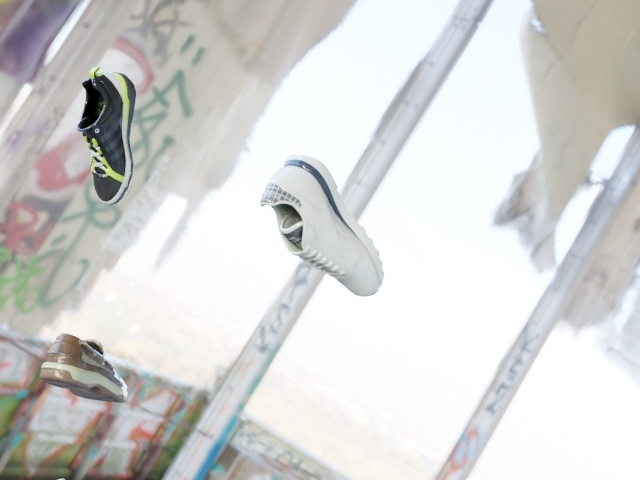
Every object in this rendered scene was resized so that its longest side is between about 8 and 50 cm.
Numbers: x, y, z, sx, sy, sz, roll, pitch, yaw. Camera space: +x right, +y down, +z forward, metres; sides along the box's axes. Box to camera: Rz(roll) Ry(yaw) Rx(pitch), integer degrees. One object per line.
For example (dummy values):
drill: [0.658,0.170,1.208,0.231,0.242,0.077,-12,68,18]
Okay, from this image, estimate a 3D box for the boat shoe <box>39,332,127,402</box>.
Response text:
boat shoe: [-0.391,0.218,1.696,0.095,0.095,0.257,5,-17,9]

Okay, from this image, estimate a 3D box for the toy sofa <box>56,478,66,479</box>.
toy sofa: [-0.336,0.525,1.350,0.150,0.177,0.362,-27,-76,34]

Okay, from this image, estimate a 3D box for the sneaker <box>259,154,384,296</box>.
sneaker: [0.000,0.000,1.307,0.090,0.095,0.235,-7,-52,44]

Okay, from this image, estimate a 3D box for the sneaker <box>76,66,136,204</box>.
sneaker: [-0.376,-0.175,1.663,0.084,0.235,0.097,12,13,36]
